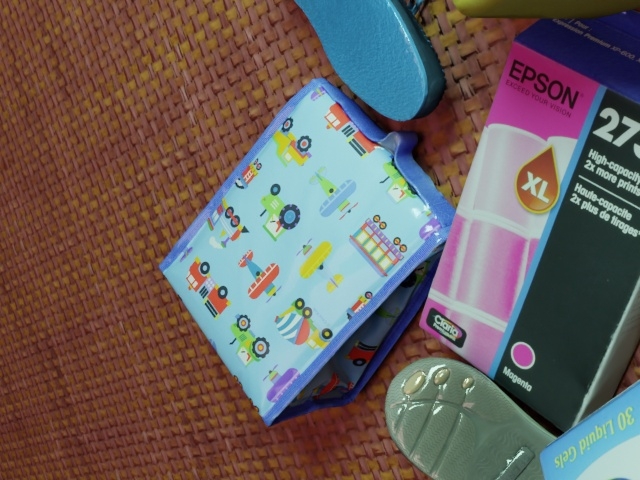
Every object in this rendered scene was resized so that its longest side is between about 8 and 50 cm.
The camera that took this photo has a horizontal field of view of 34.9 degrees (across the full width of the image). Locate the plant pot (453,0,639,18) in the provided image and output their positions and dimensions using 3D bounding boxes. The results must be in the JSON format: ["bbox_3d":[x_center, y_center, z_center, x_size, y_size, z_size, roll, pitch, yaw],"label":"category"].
[{"bbox_3d":[0.177,-0.254,0.672,0.187,0.212,0.212,-33,69,54],"label":"plant pot"}]

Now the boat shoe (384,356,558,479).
[{"bbox_3d":[0.191,0.226,0.890,0.324,0.123,0.116,47,177,9],"label":"boat shoe"}]

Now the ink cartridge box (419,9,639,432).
[{"bbox_3d":[0.208,-0.039,0.822,0.176,0.069,0.370,36,123,34],"label":"ink cartridge box"}]

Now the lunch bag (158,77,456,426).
[{"bbox_3d":[0.000,0.000,1.013,0.221,0.138,0.293,51,124,26],"label":"lunch bag"}]

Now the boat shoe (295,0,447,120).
[{"bbox_3d":[0.043,-0.219,0.918,0.109,0.089,0.258,-48,64,41],"label":"boat shoe"}]

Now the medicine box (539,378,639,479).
[{"bbox_3d":[0.307,0.216,0.650,0.263,0.149,0.289,-50,36,42],"label":"medicine box"}]
